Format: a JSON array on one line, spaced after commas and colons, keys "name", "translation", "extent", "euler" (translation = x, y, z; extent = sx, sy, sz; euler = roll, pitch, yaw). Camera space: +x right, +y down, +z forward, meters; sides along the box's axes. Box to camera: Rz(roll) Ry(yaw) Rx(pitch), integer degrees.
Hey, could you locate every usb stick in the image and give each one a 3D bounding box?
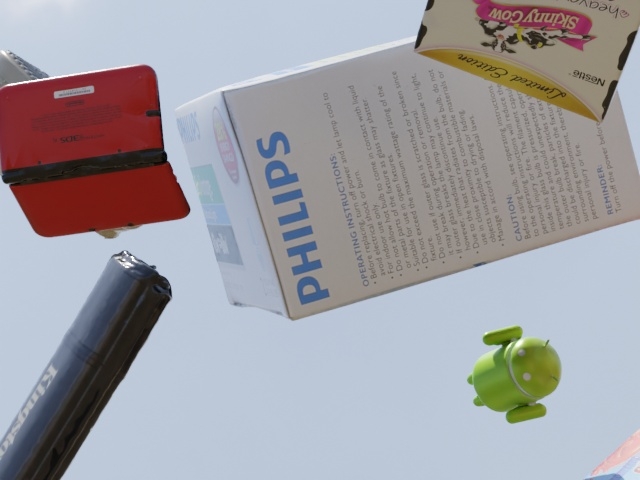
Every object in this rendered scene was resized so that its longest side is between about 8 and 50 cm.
[{"name": "usb stick", "translation": [-0.198, 0.134, 1.476], "extent": [0.045, 0.077, 0.278], "euler": [30, -88, -33]}]

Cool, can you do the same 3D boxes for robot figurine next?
[{"name": "robot figurine", "translation": [0.206, 0.141, 2.097], "extent": [0.067, 0.101, 0.115], "euler": [-3, -17, -40]}]

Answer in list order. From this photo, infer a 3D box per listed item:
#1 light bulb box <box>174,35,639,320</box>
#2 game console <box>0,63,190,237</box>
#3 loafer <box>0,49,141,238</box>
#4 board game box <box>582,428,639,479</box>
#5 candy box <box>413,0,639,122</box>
[{"name": "light bulb box", "translation": [0.074, -0.080, 1.964], "extent": [0.361, 0.225, 0.358], "euler": [-16, 4, -11]}, {"name": "game console", "translation": [-0.194, -0.076, 1.706], "extent": [0.144, 0.124, 0.085], "euler": [-8, -9, 11]}, {"name": "loafer", "translation": [-0.246, -0.074, 1.850], "extent": [0.102, 0.268, 0.092], "euler": [28, -75, -45]}, {"name": "board game box", "translation": [0.356, 0.262, 1.908], "extent": [0.302, 0.086, 0.308], "euler": [-40, 12, -12]}, {"name": "candy box", "translation": [0.173, -0.216, 1.458], "extent": [0.159, 0.071, 0.233], "euler": [21, -46, 7]}]
